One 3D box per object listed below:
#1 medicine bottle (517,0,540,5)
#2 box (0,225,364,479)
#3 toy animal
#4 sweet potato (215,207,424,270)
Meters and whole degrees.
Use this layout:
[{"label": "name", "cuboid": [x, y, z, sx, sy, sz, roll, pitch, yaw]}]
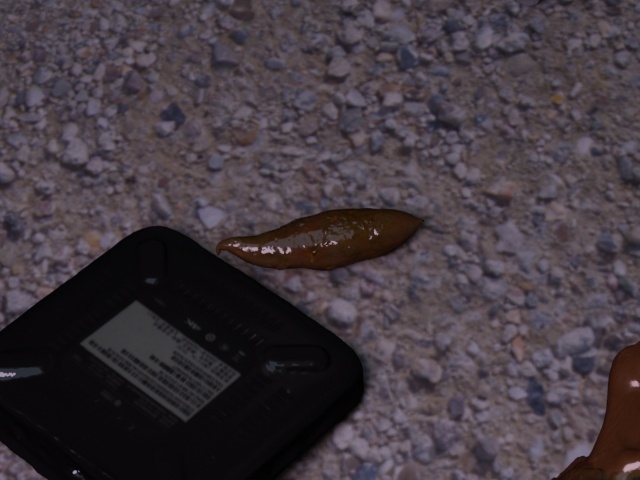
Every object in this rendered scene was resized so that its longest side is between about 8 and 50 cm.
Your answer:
[{"label": "medicine bottle", "cuboid": [0.238, -0.298, 1.949, 0.058, 0.058, 0.091, 37, 69, 27]}, {"label": "box", "cuboid": [-0.145, 0.128, 1.701, 0.290, 0.073, 0.289, 33, 53, 25]}, {"label": "toy animal", "cuboid": [0.282, 0.177, 1.620, 0.157, 0.097, 0.312, 13, 59, 24]}, {"label": "sweet potato", "cuboid": [0.000, 0.000, 1.795, 0.206, 0.060, 0.068, -8, 19, -11]}]
